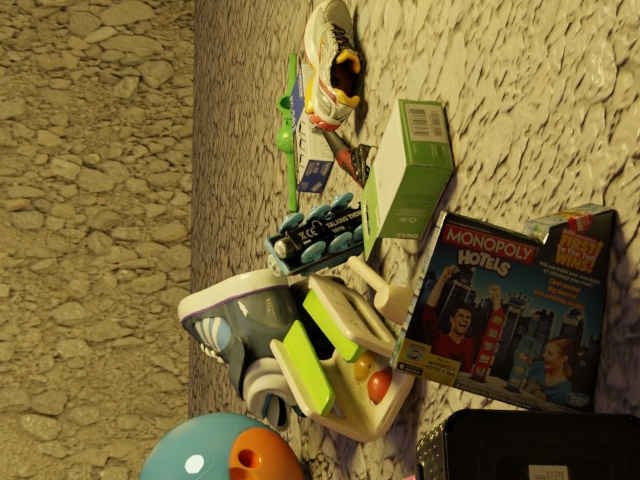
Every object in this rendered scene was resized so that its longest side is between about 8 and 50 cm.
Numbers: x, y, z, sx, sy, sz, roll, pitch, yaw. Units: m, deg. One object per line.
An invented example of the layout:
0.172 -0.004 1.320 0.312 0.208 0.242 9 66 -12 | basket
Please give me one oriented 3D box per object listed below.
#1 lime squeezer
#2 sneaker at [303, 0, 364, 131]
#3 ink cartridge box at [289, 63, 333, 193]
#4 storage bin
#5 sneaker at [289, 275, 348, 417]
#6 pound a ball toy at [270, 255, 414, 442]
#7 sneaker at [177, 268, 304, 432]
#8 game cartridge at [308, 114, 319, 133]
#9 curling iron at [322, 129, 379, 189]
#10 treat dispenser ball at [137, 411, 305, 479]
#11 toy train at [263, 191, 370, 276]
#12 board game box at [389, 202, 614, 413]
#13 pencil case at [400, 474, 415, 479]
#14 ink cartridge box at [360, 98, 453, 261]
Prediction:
-0.046 -0.215 2.568 0.110 0.058 0.311 35 -128 -69 | lime squeezer
0.033 -0.283 2.169 0.092 0.088 0.225 -33 51 49 | sneaker
-0.016 -0.193 2.400 0.097 0.046 0.207 114 157 -54 | ink cartridge box
0.174 0.206 1.123 0.084 0.180 0.122 124 147 -65 | storage bin
-0.003 0.166 2.165 0.286 0.109 0.130 98 159 -49 | sneaker
0.060 0.128 1.844 0.208 0.135 0.319 -62 18 8 | pound a ball toy
-0.115 0.186 2.142 0.323 0.130 0.236 -29 72 61 | sneaker
0.007 -0.221 2.315 0.083 0.017 0.056 -40 47 43 | game cartridge
0.045 -0.136 2.136 0.274 0.035 0.068 -126 45 -70 | curling iron
-0.164 0.432 2.332 0.288 0.288 0.288 -176 90 -77 | treat dispenser ball
0.000 0.000 1.995 0.080 0.184 0.105 52 141 18 | toy train
0.175 0.045 1.242 0.060 0.194 0.194 -154 82 -75 | board game box
0.111 0.309 1.590 0.098 0.095 0.209 56 158 6 | pencil case
0.106 -0.072 1.778 0.209 0.062 0.109 110 160 -52 | ink cartridge box
